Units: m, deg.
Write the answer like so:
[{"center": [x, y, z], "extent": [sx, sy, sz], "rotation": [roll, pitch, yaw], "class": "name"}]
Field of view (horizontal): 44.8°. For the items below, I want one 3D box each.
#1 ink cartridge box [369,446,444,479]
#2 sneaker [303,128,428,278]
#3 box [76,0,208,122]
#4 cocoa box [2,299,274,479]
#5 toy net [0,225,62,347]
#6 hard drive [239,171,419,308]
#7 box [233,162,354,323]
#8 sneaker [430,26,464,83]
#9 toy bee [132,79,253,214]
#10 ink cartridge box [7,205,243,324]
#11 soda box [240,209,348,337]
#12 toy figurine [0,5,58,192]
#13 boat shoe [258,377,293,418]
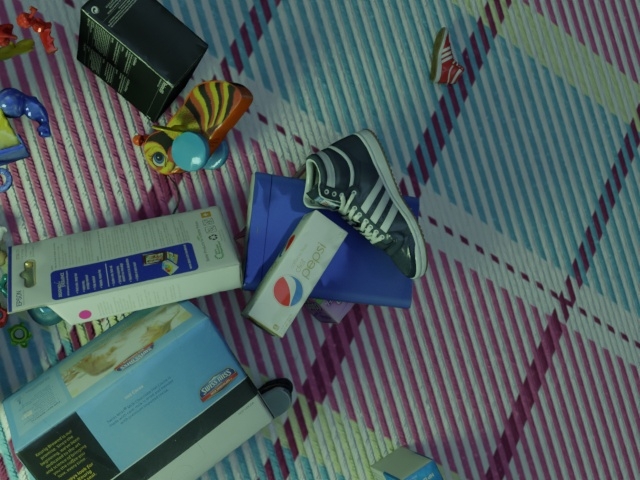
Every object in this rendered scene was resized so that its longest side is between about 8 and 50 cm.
[{"center": [0.197, 0.516, 1.497], "extent": [0.086, 0.148, 0.203], "rotation": [-27, 94, -20], "class": "ink cartridge box"}, {"center": [0.071, -0.045, 1.359], "extent": [0.153, 0.099, 0.282], "rotation": [-21, 85, -23], "class": "sneaker"}, {"center": [-0.313, -0.322, 1.337], "extent": [0.184, 0.261, 0.103], "rotation": [42, 74, -11], "class": "box"}, {"center": [-0.303, 0.279, 1.282], "extent": [0.347, 0.231, 0.228], "rotation": [-35, 113, -17], "class": "cocoa box"}, {"center": [-0.547, 0.068, 1.342], "extent": [0.122, 0.045, 0.232], "rotation": [-39, 97, -16], "class": "toy net"}, {"center": [0.022, 0.003, 1.415], "extent": [0.318, 0.040, 0.210], "rotation": [8, 83, -17], "class": "hard drive"}, {"center": [0.000, 0.000, 1.492], "extent": [0.243, 0.117, 0.213], "rotation": [44, 74, -9], "class": "box"}, {"center": [0.276, -0.391, 1.657], "extent": [0.067, 0.042, 0.118], "rotation": [9, 90, -14], "class": "sneaker"}, {"center": [-0.258, -0.177, 1.400], "extent": [0.162, 0.195, 0.298], "rotation": [34, 86, 12], "class": "toy bee"}, {"center": [-0.330, 0.043, 1.314], "extent": [0.371, 0.176, 0.069], "rotation": [-10, 130, -14], "class": "ink cartridge box"}, {"center": [-0.045, 0.057, 1.330], "extent": [0.074, 0.069, 0.216], "rotation": [35, 77, -12], "class": "soda box"}, {"center": [-0.518, -0.161, 1.094], "extent": [0.362, 0.191, 0.217], "rotation": [-23, 98, -18], "class": "toy figurine"}, {"center": [-0.130, 0.322, 1.454], "extent": [0.183, 0.083, 0.065], "rotation": [-29, 95, 8], "class": "boat shoe"}]
